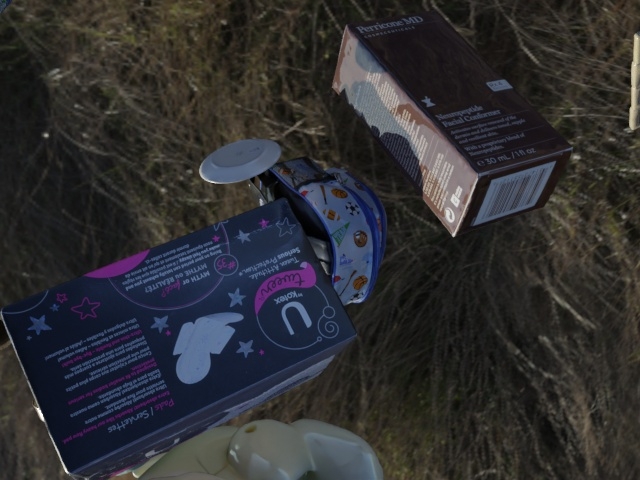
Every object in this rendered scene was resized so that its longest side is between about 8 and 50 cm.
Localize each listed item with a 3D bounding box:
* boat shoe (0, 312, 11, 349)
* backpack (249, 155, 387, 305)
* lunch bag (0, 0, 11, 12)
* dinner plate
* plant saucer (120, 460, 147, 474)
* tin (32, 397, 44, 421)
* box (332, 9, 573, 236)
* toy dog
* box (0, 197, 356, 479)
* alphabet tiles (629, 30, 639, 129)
[{"bbox_3d":[-0.542,0.114,1.063,0.110,0.341,0.122,21,96,16],"label":"boat shoe"},{"bbox_3d":[0.000,0.000,1.435,0.263,0.213,0.277,49,147,48],"label":"backpack"},{"bbox_3d":[-0.609,-0.376,1.244,0.219,0.090,0.176,-40,111,19],"label":"lunch bag"},{"bbox_3d":[-0.135,-0.138,1.323,0.141,0.141,0.017,9,130,30],"label":"dinner plate"},{"bbox_3d":[-0.246,0.179,0.953,0.195,0.037,0.195,-15,61,30],"label":"plant saucer"},{"bbox_3d":[-0.404,0.239,1.334,0.106,0.190,0.040,-7,111,14],"label":"tin"},{"bbox_3d":[0.199,-0.202,1.279,0.381,0.191,0.143,54,149,33],"label":"box"},{"bbox_3d":[-0.180,0.347,0.899,0.395,0.408,0.285,29,117,39],"label":"toy dog"},{"bbox_3d":[-0.119,0.094,0.691,0.142,0.247,0.163,63,161,15],"label":"box"},{"bbox_3d":[0.470,-0.231,0.855,0.285,0.342,0.011,-27,67,11],"label":"alphabet tiles"}]
